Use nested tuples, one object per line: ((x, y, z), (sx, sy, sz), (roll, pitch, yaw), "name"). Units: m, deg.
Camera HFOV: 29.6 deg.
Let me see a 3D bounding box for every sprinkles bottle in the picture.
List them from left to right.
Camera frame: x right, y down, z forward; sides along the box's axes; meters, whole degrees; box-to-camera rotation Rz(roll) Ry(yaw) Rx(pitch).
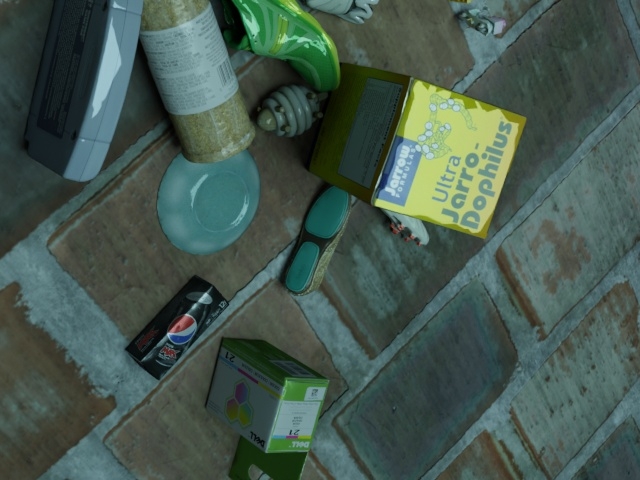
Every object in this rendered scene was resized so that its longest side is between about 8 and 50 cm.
((-0.201, -0.287, 1.758), (0.121, 0.121, 0.355), (-34, 124, -24), "sprinkles bottle")

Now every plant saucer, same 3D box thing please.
((-0.166, -0.065, 1.924), (0.195, 0.037, 0.195), (-15, 116, -34), "plant saucer")

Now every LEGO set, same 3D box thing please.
((0.296, -0.500, 2.063), (0.107, 0.132, 0.287), (-27, 143, -34), "LEGO set")

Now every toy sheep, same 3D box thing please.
((-0.044, -0.208, 1.933), (0.132, 0.091, 0.091), (-21, 118, -21), "toy sheep")

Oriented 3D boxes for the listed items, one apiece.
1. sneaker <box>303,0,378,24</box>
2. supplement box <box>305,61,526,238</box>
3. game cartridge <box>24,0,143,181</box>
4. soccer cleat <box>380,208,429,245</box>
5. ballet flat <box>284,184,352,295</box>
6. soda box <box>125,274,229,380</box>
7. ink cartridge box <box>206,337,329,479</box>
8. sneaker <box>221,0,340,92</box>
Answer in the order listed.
((0.060, -0.465, 1.861), (0.118, 0.110, 0.292), (5, 131, -25), "sneaker")
((0.136, -0.149, 1.892), (0.195, 0.356, 0.194), (16, 97, -19), "supplement box")
((-0.319, -0.235, 1.637), (0.060, 0.196, 0.294), (10, 101, -32), "game cartridge")
((0.143, -0.062, 2.149), (0.196, 0.068, 0.076), (44, 75, -36), "soccer cleat")
((0.000, 0.000, 2.070), (0.206, 0.073, 0.067), (-62, 158, 1), "ballet flat")
((-0.228, 0.138, 1.934), (0.169, 0.060, 0.053), (-48, 128, -14), "soda box")
((-0.106, 0.314, 2.009), (0.097, 0.188, 0.255), (8, 101, -40), "ink cartridge box")
((-0.084, -0.325, 1.856), (0.295, 0.109, 0.123), (44, 80, -30), "sneaker")
